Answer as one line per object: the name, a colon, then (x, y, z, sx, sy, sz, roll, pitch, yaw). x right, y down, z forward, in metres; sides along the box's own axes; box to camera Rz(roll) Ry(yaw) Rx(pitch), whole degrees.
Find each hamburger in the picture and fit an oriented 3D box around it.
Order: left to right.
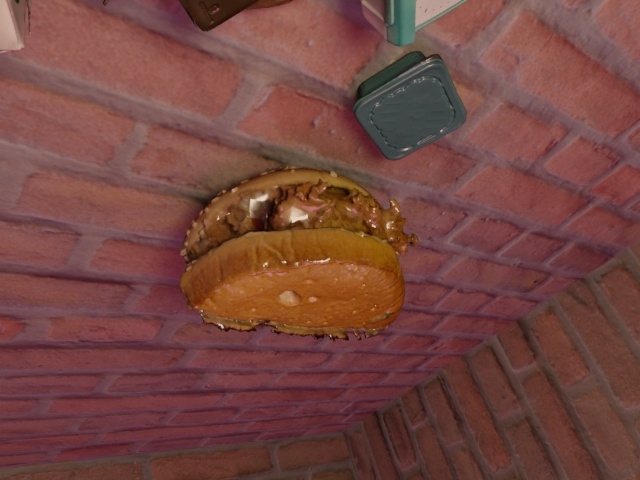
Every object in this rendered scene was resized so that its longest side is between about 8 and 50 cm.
hamburger: (0.000, 0.000, 0.973, 0.445, 0.268, 0.287, 14, 137, -35)

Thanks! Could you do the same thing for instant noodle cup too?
instant noodle cup: (0.142, -0.225, 0.899, 0.157, 0.070, 0.179, -28, 148, 16)

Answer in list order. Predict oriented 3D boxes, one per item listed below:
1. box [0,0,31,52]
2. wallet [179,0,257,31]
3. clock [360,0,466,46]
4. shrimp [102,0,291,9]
box: (-0.329, -0.323, 0.398, 0.145, 0.173, 0.333, -9, 147, -17)
wallet: (-0.065, -0.305, 0.568, 0.198, 0.031, 0.110, -31, 158, 1)
clock: (0.136, -0.387, 0.596, 0.231, 0.116, 0.262, -34, 152, -13)
shrimp: (-0.098, -0.321, 0.619, 0.317, 0.077, 0.168, -22, 149, -7)
